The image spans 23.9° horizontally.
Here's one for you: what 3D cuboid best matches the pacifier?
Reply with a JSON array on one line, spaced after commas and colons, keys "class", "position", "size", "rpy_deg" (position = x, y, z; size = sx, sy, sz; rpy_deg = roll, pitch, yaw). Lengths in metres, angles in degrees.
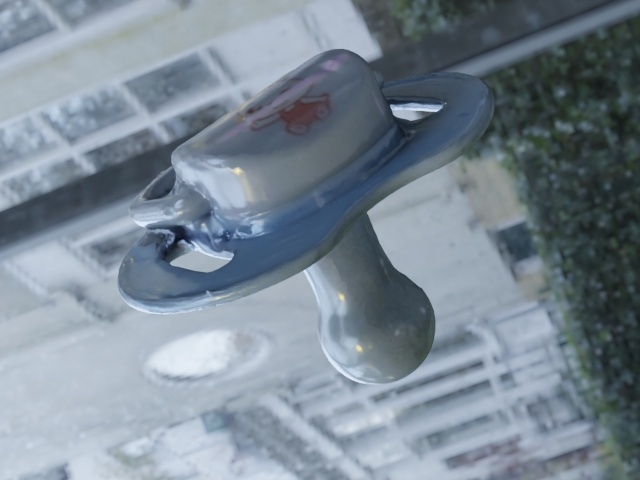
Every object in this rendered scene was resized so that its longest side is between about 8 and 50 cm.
[{"class": "pacifier", "position": [0.000, 0.000, 1.032], "size": [0.238, 0.287, 0.226], "rpy_deg": [3, 124, 56]}]
